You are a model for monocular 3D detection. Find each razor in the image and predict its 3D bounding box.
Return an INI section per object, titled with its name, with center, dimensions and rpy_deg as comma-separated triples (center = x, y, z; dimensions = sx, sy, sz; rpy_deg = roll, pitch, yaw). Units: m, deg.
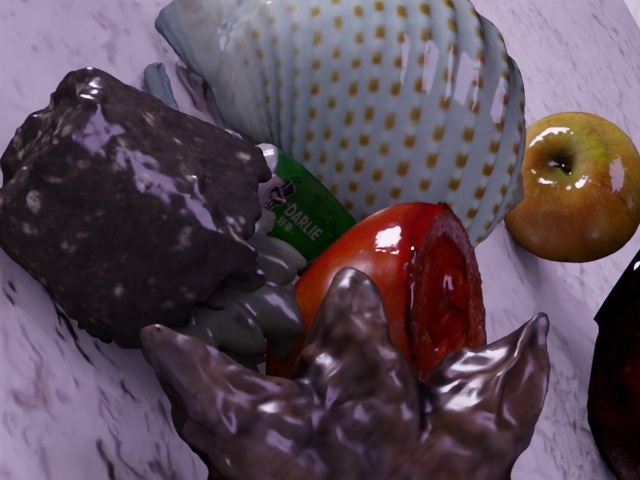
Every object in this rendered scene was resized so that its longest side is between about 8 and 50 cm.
[razor]
center = -0.091, -0.041, 0.869
dimensions = 0.211, 0.036, 0.084
rpy_deg = 63, 10, 25

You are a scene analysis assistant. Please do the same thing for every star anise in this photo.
[star anise]
center = 0.012, 0.163, 0.638
dimensions = 0.315, 0.108, 0.315
rpy_deg = 1, 88, -24

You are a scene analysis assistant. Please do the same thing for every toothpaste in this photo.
[toothpaste]
center = 0.000, 0.000, 0.890
dimensions = 0.248, 0.078, 0.047
rpy_deg = 45, 6, -40

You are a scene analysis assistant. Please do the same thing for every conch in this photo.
[conch]
center = 0.044, -0.138, 1.012
dimensions = 0.319, 0.215, 0.303
rpy_deg = 48, 17, -21

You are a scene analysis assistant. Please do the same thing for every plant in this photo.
[plant]
center = -0.093, -0.004, 0.704
dimensions = 0.194, 0.129, 0.132
rpy_deg = 41, 30, -25

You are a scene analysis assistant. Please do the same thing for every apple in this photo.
[apple]
center = 0.291, -0.058, 1.390
dimensions = 0.155, 0.182, 0.182
rpy_deg = 53, 18, -57

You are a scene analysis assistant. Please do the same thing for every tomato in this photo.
[tomato]
center = 0.037, 0.091, 0.813
dimensions = 0.200, 0.140, 0.233
rpy_deg = -12, 100, -68

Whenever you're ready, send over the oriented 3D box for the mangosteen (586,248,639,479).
[mangosteen]
center = 0.457, 0.135, 1.255
dimensions = 0.381, 0.381, 0.421
rpy_deg = 57, 9, -2
